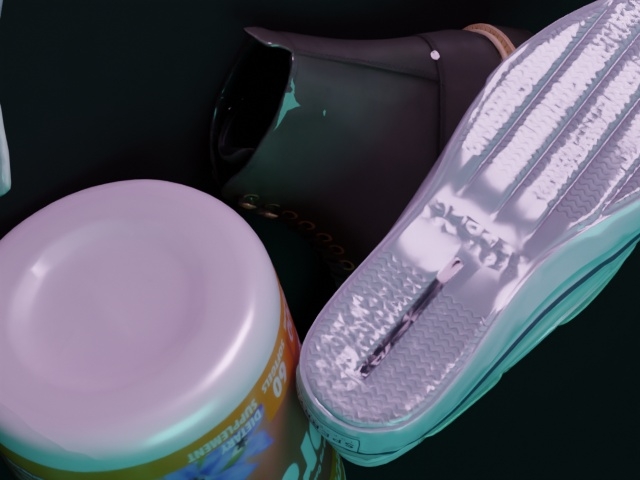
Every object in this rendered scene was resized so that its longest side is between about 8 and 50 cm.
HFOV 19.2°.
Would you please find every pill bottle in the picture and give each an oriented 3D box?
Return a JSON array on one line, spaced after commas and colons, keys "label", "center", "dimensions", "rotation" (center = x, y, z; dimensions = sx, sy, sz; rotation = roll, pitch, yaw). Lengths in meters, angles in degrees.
[{"label": "pill bottle", "center": [-0.055, 0.084, 0.752], "dimensions": [0.121, 0.121, 0.216], "rotation": [-32, 144, -10]}]

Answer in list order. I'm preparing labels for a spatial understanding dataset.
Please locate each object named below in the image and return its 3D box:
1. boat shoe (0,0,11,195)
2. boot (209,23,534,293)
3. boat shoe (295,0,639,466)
[{"label": "boat shoe", "center": [-0.123, -0.035, 0.433], "dimensions": [0.113, 0.306, 0.105], "rotation": [15, 130, -2]}, {"label": "boot", "center": [0.000, 0.000, 0.765], "dimensions": [0.137, 0.077, 0.198], "rotation": [0, 116, -36]}, {"label": "boat shoe", "center": [0.073, -0.007, 0.719], "dimensions": [0.226, 0.083, 0.076], "rotation": [-42, 163, -13]}]
